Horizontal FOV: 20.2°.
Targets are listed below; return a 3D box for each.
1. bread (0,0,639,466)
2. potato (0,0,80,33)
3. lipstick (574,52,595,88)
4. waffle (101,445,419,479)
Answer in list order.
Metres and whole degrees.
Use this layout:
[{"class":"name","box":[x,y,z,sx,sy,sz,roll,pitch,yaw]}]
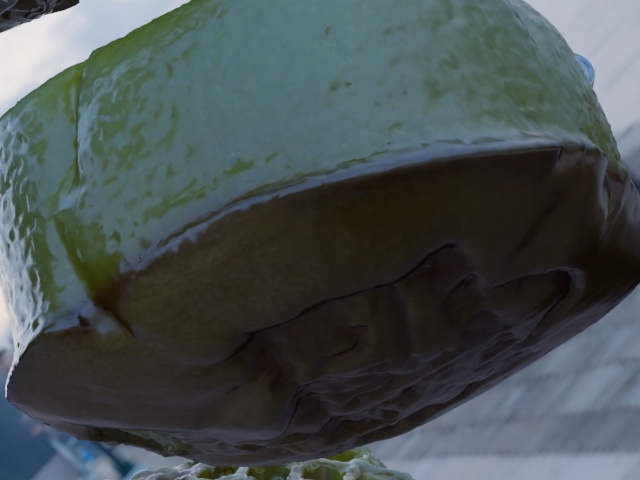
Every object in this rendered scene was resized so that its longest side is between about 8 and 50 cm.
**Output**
[{"class":"bread","box":[0.000,0.000,0.720,0.270,0.148,0.270,-15,-23,-6]},{"class":"potato","box":[-0.285,-0.254,0.964,0.442,0.385,0.319,-13,23,35]},{"class":"lipstick","box":[0.160,-0.070,1.210,0.038,0.038,0.130,-48,-25,-28]},{"class":"waffle","box":[-0.064,0.269,1.483,0.324,0.151,0.261,-9,20,-25]}]
